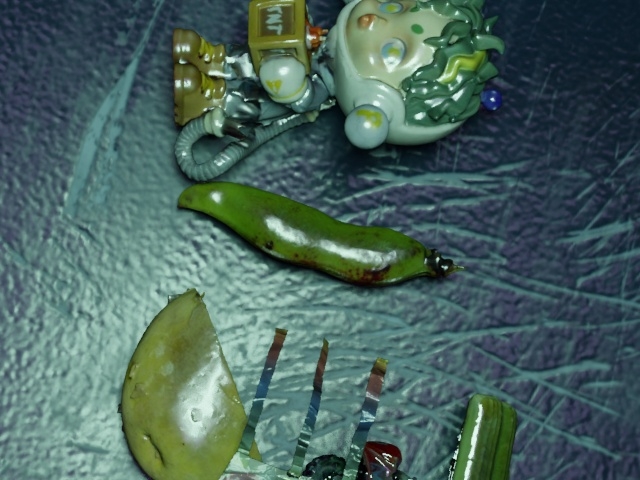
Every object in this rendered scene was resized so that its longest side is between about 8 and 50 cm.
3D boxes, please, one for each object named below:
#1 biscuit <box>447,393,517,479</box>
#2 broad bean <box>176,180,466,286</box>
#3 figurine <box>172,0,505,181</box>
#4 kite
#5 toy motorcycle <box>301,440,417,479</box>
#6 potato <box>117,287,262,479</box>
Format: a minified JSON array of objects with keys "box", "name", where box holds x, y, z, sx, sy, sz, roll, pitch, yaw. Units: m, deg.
[{"box":[0.166,0.331,1.736,0.038,0.099,0.322,0,71,38],"name":"biscuit"},{"box":[0.000,0.000,1.800,0.339,0.061,0.077,17,69,-4],"name":"broad bean"},{"box":[0.022,-0.205,1.790,0.382,0.186,0.261,-1,67,-1],"name":"figurine"},{"box":[-0.029,0.262,1.664,0.204,0.022,0.360,20,113,2],"name":"kite"},{"box":[0.070,0.311,1.733,0.122,0.082,0.213,-38,99,-23],"name":"toy motorcycle"},{"box":[-0.156,0.176,1.726,0.138,0.098,0.243,-21,80,-9],"name":"potato"}]
